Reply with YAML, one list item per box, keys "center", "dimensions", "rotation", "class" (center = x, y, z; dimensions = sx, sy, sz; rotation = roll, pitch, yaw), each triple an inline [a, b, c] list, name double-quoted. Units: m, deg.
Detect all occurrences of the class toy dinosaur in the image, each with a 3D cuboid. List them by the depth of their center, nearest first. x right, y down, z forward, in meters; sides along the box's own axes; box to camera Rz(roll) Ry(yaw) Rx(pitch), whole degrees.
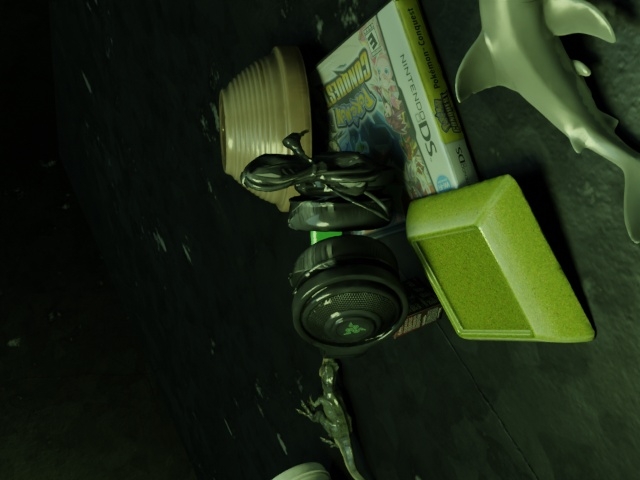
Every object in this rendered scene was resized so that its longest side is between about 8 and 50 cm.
- center: [0.025, 0.326, 1.309]
  dimensions: [0.118, 0.064, 0.268]
  rotation: [-13, 98, 58]
  class: "toy dinosaur"

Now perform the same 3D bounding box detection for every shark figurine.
- center: [0.178, -0.129, 0.620]
  dimensions: [0.278, 0.116, 0.166]
  rotation: [58, 171, -4]
  class: "shark figurine"

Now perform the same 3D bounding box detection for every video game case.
- center: [0.075, -0.132, 0.926]
  dimensions: [0.275, 0.035, 0.248]
  rotation: [-19, 90, 64]
  class: "video game case"

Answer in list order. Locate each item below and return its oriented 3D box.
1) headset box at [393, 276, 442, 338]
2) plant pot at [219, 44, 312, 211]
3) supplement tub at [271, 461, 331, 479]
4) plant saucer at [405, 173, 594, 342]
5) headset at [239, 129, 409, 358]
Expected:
- center: [0.105, 0.086, 0.957]
  dimensions: [0.062, 0.083, 0.032]
  rotation: [43, 142, 43]
  class: "headset box"
- center: [-0.085, -0.155, 1.061]
  dimensions: [0.237, 0.110, 0.237]
  rotation: [176, 90, -79]
  class: "plant pot"
- center: [0.005, 0.565, 1.352]
  dimensions: [0.272, 0.191, 0.191]
  rotation: [51, 148, 37]
  class: "supplement tub"
- center: [0.171, 0.037, 0.792]
  dimensions: [0.188, 0.045, 0.188]
  rotation: [61, 155, -7]
  class: "plant saucer"
- center: [0.000, 0.000, 0.852]
  dimensions: [0.394, 0.185, 0.243]
  rotation: [107, 160, -69]
  class: "headset"
